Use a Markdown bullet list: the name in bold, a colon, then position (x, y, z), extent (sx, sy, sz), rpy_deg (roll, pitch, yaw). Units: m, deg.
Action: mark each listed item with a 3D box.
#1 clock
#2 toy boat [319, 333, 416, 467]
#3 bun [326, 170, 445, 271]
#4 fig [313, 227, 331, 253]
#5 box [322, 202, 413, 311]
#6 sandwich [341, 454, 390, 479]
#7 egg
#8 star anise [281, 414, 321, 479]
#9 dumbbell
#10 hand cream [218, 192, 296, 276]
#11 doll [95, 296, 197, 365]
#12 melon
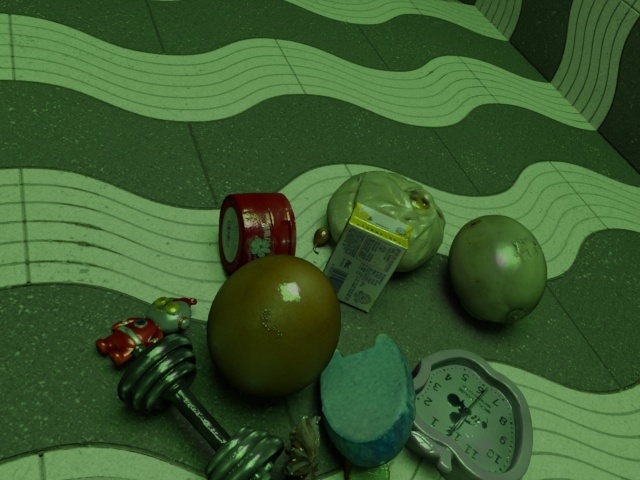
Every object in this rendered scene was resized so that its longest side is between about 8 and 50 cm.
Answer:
- **clock**: position (0.333, 0.426, 1.348), extent (0.339, 0.102, 0.338), rpy_deg (11, 46, -12)
- **toy boat**: position (0.110, 0.360, 1.273), extent (0.215, 0.123, 0.330), rpy_deg (-18, 31, 5)
- **bun**: position (0.204, -0.078, 1.679), extent (0.365, 0.219, 0.365), rpy_deg (18, 39, -15)
- **fig**: position (0.000, 0.000, 1.661), extent (0.050, 0.050, 0.083), rpy_deg (24, 65, 0)
- **box**: position (0.111, 0.050, 1.497), extent (0.168, 0.265, 0.097), rpy_deg (22, 41, -1)
- **sandwich**: position (0.099, 0.489, 1.233), extent (0.105, 0.035, 0.093), rpy_deg (11, 44, -14)
- **egg**: position (-0.098, 0.182, 1.215), extent (0.283, 0.351, 0.282), rpy_deg (12, 51, -15)
- **star anise**: position (-0.041, 0.433, 1.122), extent (0.065, 0.195, 0.182), rpy_deg (7, 8, 10)
- **dumbbell**: position (-0.236, 0.351, 1.121), extent (0.406, 0.179, 0.179), rpy_deg (42, 46, 17)
- **hand cream**: position (-0.168, -0.015, 1.472), extent (0.149, 0.230, 0.230), rpy_deg (-1, 49, -24)
- **doll**: position (-0.377, 0.192, 1.288), extent (0.142, 0.076, 0.245), rpy_deg (26, 44, 34)
- **melon**: position (0.507, 0.084, 1.633), extent (0.269, 0.268, 0.330), rpy_deg (9, 53, -15)
